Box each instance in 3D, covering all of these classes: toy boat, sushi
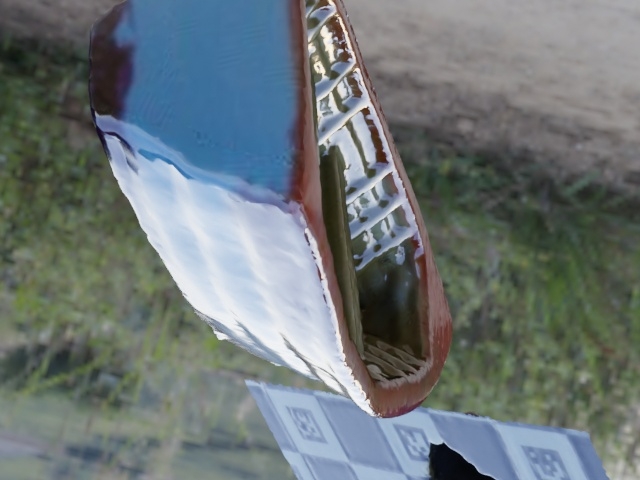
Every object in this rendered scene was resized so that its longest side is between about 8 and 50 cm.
[{"bbox_3d":[0.000,0.000,0.571,0.079,0.136,0.392,-4,165,7],"label":"toy boat"},{"bbox_3d":[0.140,0.236,1.131,0.359,0.064,0.343,1,124,51],"label":"sushi"}]
